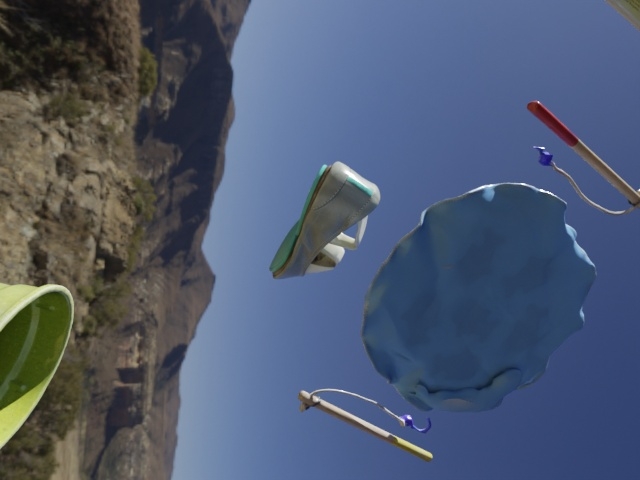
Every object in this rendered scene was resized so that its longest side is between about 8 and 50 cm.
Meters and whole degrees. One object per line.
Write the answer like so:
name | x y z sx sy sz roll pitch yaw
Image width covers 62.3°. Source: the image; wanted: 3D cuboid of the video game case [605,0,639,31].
video game case | 0.186 -0.115 0.193 0.193 0.023 0.212 52 13 -57

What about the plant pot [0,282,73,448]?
plant pot | -0.549 0.146 0.756 0.276 0.253 0.276 -158 -90 -89

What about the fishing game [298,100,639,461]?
fishing game | 0.116 0.045 0.388 0.264 0.189 0.041 -57 -155 10

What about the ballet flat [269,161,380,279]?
ballet flat | 0.000 0.000 0.530 0.072 0.068 0.213 -66 -175 -29
